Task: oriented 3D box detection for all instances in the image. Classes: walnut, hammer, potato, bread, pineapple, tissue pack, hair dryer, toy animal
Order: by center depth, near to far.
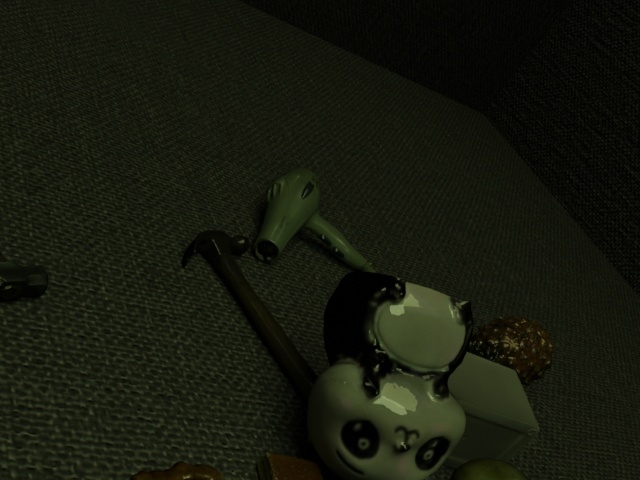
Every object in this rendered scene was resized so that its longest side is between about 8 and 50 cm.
[{"bbox_3d":[-0.168,0.338,0.992,0.170,0.069,0.143,2,41,-52],"label":"walnut"},{"bbox_3d":[-0.036,0.350,1.170,0.094,0.035,0.090,20,31,-30],"label":"bread"},{"bbox_3d":[-0.528,-0.049,1.229,0.111,0.043,0.365,0,42,-50],"label":"hammer"},{"bbox_3d":[0.101,0.220,1.254,0.250,0.310,0.251,16,-10,3],"label":"toy animal"},{"bbox_3d":[0.274,0.431,1.255,0.251,0.159,0.174,47,34,-50],"label":"potato"},{"bbox_3d":[-0.092,0.142,1.440,0.168,0.044,0.440,2,42,-51],"label":"hammer"},{"bbox_3d":[0.235,0.296,1.455,0.246,0.159,0.136,24,30,-26],"label":"tissue pack"},{"bbox_3d":[0.334,0.248,1.686,0.340,0.169,0.169,-9,50,-45],"label":"pineapple"},{"bbox_3d":[-0.030,-0.005,1.728,0.298,0.119,0.296,53,34,5],"label":"hair dryer"}]
